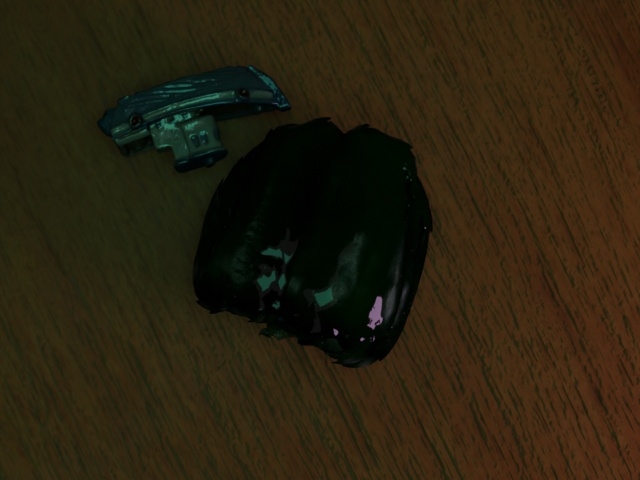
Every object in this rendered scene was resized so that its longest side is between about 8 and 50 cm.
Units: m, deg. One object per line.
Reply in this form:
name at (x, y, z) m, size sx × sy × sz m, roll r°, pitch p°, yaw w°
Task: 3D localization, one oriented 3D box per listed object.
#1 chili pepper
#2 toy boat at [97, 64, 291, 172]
chili pepper at (0.000, 0.000, 1.693) m, size 0.249 × 0.233 × 0.256 m, roll 18°, pitch 82°, yaw -8°
toy boat at (-0.138, -0.127, 1.746) m, size 0.215 × 0.088 × 0.102 m, roll -18°, pitch 81°, yaw -2°
